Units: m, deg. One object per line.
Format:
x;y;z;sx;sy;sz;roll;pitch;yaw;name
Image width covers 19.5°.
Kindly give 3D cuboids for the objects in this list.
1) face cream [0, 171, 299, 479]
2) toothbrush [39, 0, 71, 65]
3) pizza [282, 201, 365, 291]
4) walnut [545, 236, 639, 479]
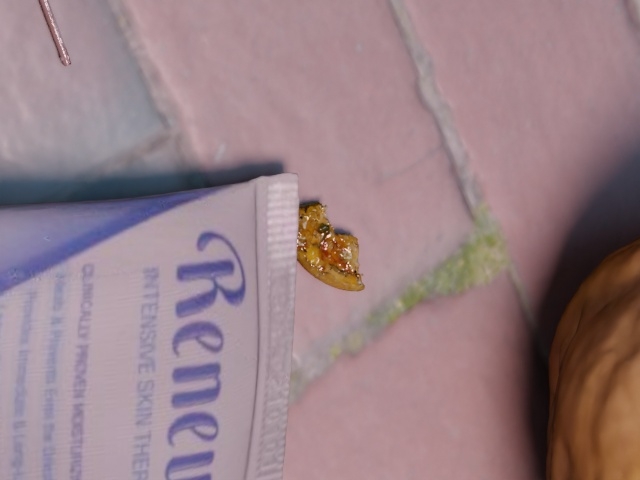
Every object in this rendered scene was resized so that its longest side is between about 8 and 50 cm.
-0.182;0.090;0.954;0.420;0.137;0.234;-5;103;-40;face cream
-0.151;-0.137;0.985;0.008;0.006;0.097;-28;110;-23;toothbrush
0.000;0.000;1.089;0.083;0.016;0.037;50;66;-25;pizza
0.275;0.134;1.116;0.306;0.306;0.344;-33;114;-23;walnut
